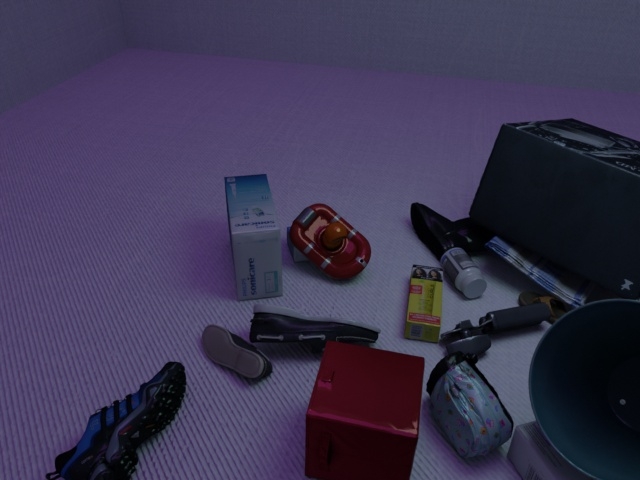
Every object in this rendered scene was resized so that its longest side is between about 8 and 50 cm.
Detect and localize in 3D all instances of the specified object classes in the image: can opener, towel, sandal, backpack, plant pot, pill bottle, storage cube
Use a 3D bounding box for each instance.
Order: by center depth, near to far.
[{"bbox_3d":[0.534,0.258,0.949,0.195,0.290,0.290,19,15,-46],"label":"plant pot"},{"bbox_3d":[0.084,0.326,1.041,0.193,0.184,0.215,9,35,10],"label":"storage cube"},{"bbox_3d":[0.288,0.330,1.096,0.115,0.152,0.182,-20,50,-16],"label":"backpack"},{"bbox_3d":[0.421,0.219,1.327,0.283,0.076,0.095,-8,68,-14],"label":"can opener"},{"bbox_3d":[0.584,0.173,1.395,0.072,0.049,0.180,-22,40,-29],"label":"sandal"},{"bbox_3d":[0.383,0.087,1.491,0.078,0.078,0.137,-7,36,-12],"label":"pill bottle"},{"bbox_3d":[0.598,0.058,1.495,0.285,0.034,0.209,38,36,22],"label":"towel"}]

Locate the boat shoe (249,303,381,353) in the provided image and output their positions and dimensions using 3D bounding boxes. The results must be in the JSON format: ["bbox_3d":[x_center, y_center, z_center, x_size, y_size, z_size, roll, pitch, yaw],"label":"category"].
[{"bbox_3d":[-0.013,0.216,1.286,0.302,0.114,0.091,9,76,1],"label":"boat shoe"}]

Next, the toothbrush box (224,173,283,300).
[{"bbox_3d":[-0.183,-0.016,1.505,0.126,0.217,0.296,-5,34,-9],"label":"toothbrush box"}]

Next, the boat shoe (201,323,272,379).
[{"bbox_3d":[-0.191,0.255,1.266,0.206,0.075,0.065,23,-3,37],"label":"boat shoe"}]

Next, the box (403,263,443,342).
[{"bbox_3d":[0.262,0.154,1.407,0.087,0.058,0.232,9,35,9],"label":"box"}]

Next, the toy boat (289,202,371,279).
[{"bbox_3d":[0.034,-0.004,1.489,0.231,0.151,0.151,41,72,2],"label":"toy boat"}]

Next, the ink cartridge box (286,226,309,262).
[{"bbox_3d":[0.000,0.000,1.621,0.181,0.062,0.104,-7,36,-13],"label":"ink cartridge box"}]

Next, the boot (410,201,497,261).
[{"bbox_3d":[0.405,-0.041,1.660,0.207,0.094,0.247,-13,42,-15],"label":"boot"}]

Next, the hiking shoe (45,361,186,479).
[{"bbox_3d":[-0.376,0.337,1.074,0.131,0.113,0.304,14,36,17],"label":"hiking shoe"}]

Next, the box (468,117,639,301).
[{"bbox_3d":[0.755,-0.116,1.514,0.471,0.298,0.479,-17,39,-43],"label":"box"}]

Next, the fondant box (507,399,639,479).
[{"bbox_3d":[0.549,0.415,1.003,0.329,0.096,0.238,-10,35,-14],"label":"fondant box"}]
